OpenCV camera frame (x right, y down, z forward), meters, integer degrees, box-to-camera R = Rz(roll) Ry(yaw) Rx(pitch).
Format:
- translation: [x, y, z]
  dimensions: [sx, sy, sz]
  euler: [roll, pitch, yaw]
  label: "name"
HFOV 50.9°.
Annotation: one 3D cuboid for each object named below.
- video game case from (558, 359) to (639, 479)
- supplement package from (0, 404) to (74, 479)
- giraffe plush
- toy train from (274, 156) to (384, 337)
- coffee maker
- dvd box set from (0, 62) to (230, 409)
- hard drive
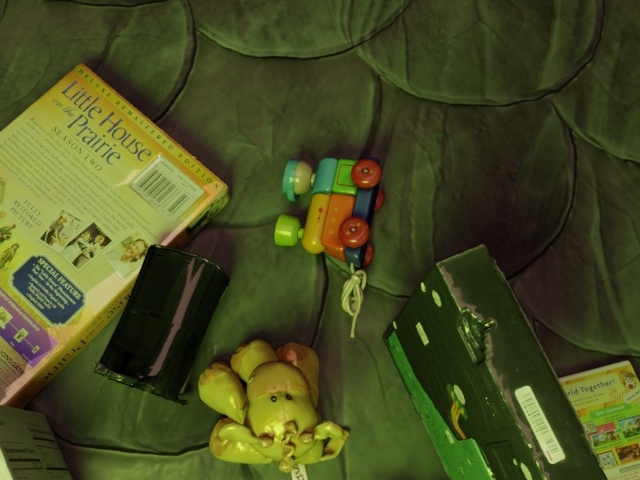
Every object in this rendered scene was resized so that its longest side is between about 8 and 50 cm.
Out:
- translation: [0.338, 0.281, 0.872]
  dimensions: [0.226, 0.026, 0.207]
  euler: [-13, 66, -6]
  label: "video game case"
- translation: [-0.431, 0.312, 0.743]
  dimensions: [0.261, 0.204, 0.145]
  euler: [-27, 75, -11]
  label: "supplement package"
- translation: [-0.055, 0.211, 0.812]
  dimensions: [0.181, 0.170, 0.210]
  euler: [-29, 74, -12]
  label: "giraffe plush"
- translation: [0.000, 0.000, 0.931]
  dimensions: [0.143, 0.105, 0.248]
  euler: [9, 70, 12]
  label: "toy train"
- translation: [-0.191, 0.102, 0.843]
  dimensions: [0.120, 0.171, 0.178]
  euler: [20, 72, -6]
  label: "coffee maker"
- translation: [-0.378, -0.015, 0.935]
  dimensions: [0.307, 0.062, 0.420]
  euler: [39, 74, 11]
  label: "dvd box set"
- translation: [0.167, 0.167, 0.749]
  dimensions: [0.064, 0.339, 0.237]
  euler: [-20, 72, -11]
  label: "hard drive"
